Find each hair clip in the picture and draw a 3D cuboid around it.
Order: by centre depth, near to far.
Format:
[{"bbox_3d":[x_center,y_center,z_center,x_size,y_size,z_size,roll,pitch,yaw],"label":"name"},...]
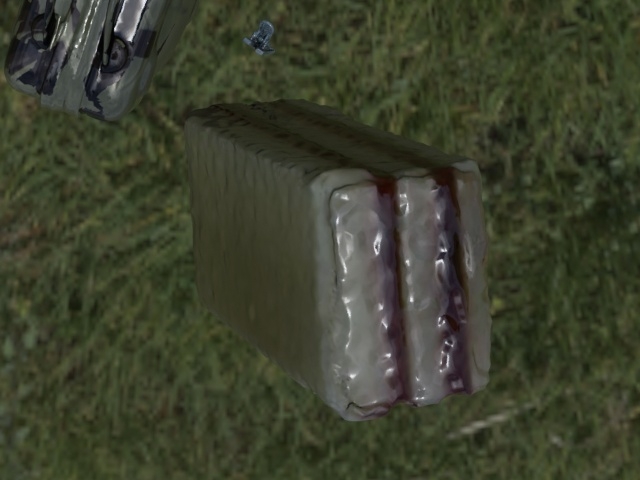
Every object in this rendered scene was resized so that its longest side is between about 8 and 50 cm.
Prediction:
[{"bbox_3d":[-0.069,-0.248,1.827,0.030,0.115,0.039,42,93,-2],"label":"hair clip"}]

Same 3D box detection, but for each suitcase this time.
[{"bbox_3d":[-0.238,-0.307,1.743,0.193,0.339,0.352,20,100,-5],"label":"suitcase"}]

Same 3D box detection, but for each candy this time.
[{"bbox_3d":[0.000,0.000,1.158,0.135,0.320,0.180,-8,108,-25],"label":"candy"}]
